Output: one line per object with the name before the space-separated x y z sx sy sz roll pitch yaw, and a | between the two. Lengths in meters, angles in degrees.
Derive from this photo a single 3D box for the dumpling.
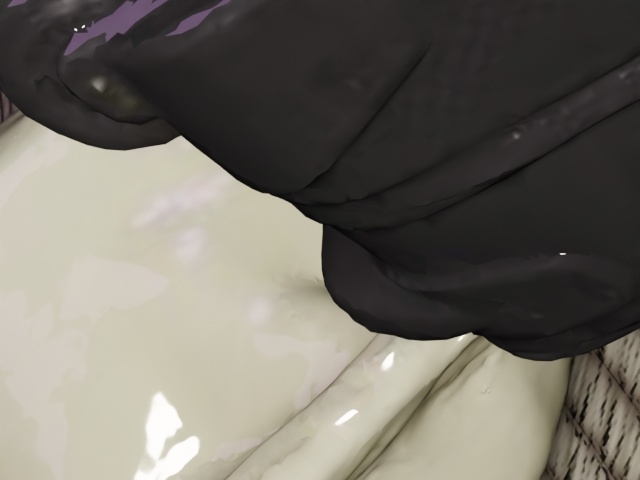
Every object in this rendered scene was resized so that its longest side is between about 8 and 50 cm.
dumpling | 0.000 0.000 0.690 0.315 0.233 0.395 -36 18 1

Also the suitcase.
suitcase | 0.094 -0.177 0.468 0.339 0.188 0.345 -32 39 29
